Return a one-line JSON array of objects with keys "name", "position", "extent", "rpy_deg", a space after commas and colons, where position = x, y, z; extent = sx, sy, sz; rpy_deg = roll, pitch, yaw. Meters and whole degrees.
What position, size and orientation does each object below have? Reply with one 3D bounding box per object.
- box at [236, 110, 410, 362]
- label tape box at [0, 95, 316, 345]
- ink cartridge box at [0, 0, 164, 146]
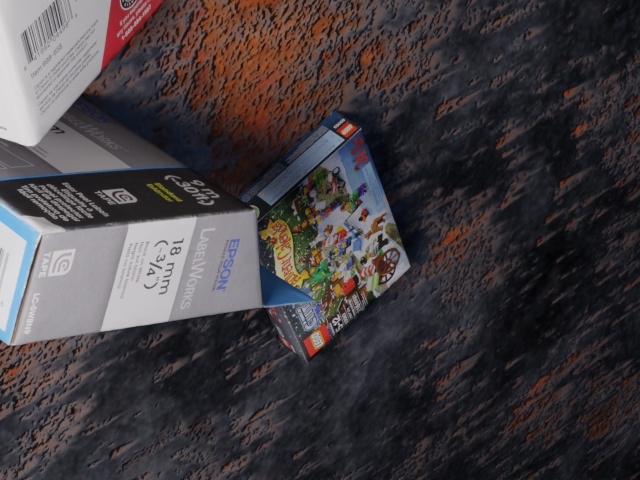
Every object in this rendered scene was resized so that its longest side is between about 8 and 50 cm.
[{"name": "box", "position": [0.000, 0.000, 2.008], "extent": [0.159, 0.044, 0.233], "rpy_deg": [-43, 143, -16]}, {"name": "label tape box", "position": [-0.182, -0.028, 1.613], "extent": [0.334, 0.240, 0.106], "rpy_deg": [-7, 121, -47]}, {"name": "ink cartridge box", "position": [-0.229, -0.240, 1.449], "extent": [0.197, 0.114, 0.273], "rpy_deg": [-54, 151, -37]}]
